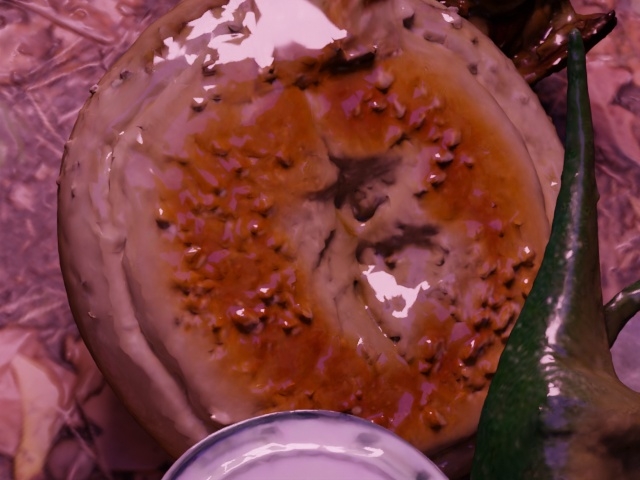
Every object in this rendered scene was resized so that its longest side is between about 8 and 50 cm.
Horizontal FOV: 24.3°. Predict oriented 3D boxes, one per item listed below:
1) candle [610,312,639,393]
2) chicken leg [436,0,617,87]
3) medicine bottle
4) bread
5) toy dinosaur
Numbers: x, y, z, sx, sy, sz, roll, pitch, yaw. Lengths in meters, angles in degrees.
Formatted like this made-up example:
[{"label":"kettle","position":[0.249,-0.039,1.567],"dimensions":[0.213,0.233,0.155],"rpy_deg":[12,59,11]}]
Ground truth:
[{"label":"candle","position":[0.175,0.142,0.867],"dimensions":[0.168,0.068,0.192],"rpy_deg":[-32,69,-20]},{"label":"chicken leg","position":[0.121,-0.197,0.980],"dimensions":[0.361,0.140,0.211],"rpy_deg":[-34,65,-17]},{"label":"medicine bottle","position":[-0.035,0.190,0.612],"dimensions":[0.108,0.426,0.108],"rpy_deg":[4,64,-8]},{"label":"bread","position":[0.000,0.000,0.834],"dimensions":[0.305,0.159,0.305],"rpy_deg":[0,89,-12]},{"label":"toy dinosaur","position":[0.067,0.131,0.728],"dimensions":[0.301,0.087,0.447],"rpy_deg":[-10,84,-13]}]
